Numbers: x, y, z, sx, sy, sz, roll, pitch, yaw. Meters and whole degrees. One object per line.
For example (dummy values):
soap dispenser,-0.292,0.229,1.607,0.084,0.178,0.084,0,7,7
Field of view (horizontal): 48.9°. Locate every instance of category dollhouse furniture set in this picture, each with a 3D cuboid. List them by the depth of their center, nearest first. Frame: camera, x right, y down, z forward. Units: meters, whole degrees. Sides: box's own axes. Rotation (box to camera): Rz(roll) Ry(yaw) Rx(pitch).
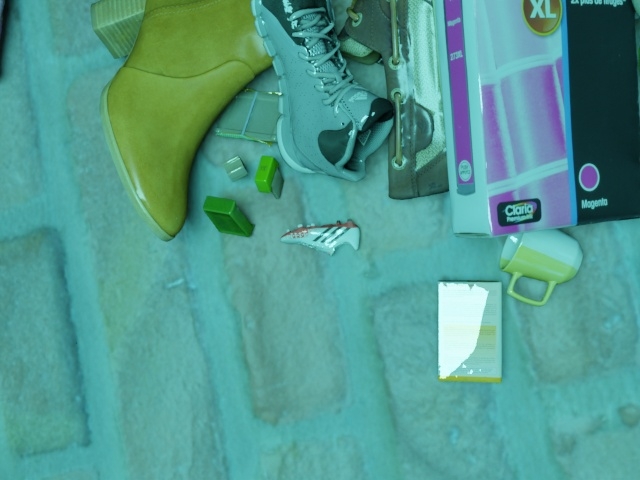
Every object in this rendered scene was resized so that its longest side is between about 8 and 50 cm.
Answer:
dollhouse furniture set,-0.074,-0.084,0.747,0.076,0.058,0.151,9,70,17

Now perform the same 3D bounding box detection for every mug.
mug,0.212,0.019,0.682,0.064,0.062,0.078,22,109,1

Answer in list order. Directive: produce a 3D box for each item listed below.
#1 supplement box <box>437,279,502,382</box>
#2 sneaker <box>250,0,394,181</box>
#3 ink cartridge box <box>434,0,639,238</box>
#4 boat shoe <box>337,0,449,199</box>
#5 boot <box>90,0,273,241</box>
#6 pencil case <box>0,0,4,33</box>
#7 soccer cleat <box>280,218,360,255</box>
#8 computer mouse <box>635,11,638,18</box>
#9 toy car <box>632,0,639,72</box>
supplement box,0.146,0.088,0.696,0.062,0.036,0.098,1,88,10
sneaker,0.015,-0.157,0.636,0.086,0.132,0.228,-29,126,-29
ink cartridge box,0.188,-0.193,0.612,0.176,0.069,0.370,-8,93,-23
boat shoe,0.071,-0.207,0.683,0.123,0.123,0.342,-13,93,10
boot,-0.105,-0.162,0.700,0.211,0.104,0.295,-18,71,5
pencil case,-0.421,-0.360,0.752,0.160,0.167,0.386,4,88,42
soccer cleat,0.000,0.000,0.729,0.083,0.029,0.035,-8,82,4
computer mouse,0.326,-0.292,0.683,0.106,0.042,0.193,38,88,4
toy car,0.364,-0.220,0.559,0.149,0.188,0.155,-15,103,-35
